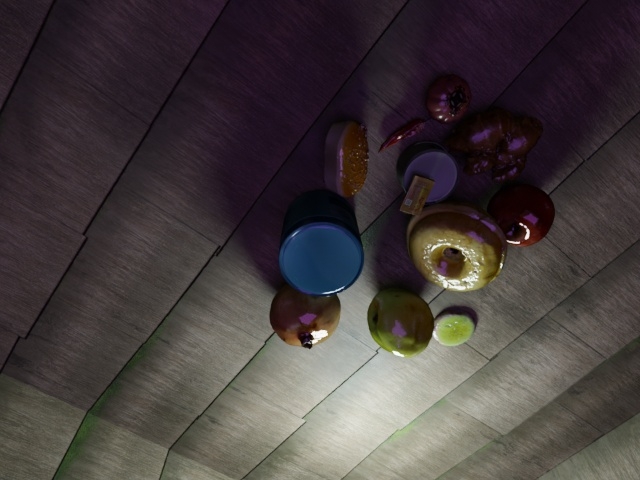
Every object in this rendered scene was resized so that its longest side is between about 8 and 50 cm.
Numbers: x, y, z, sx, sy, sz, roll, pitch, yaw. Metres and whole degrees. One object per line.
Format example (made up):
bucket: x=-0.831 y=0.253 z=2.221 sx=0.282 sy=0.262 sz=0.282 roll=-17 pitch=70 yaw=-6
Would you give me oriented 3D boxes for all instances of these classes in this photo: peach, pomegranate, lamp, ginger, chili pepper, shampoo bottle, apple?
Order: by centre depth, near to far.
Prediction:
lamp: x=0.477 y=-0.532 z=1.695 sx=0.181 sy=0.140 sz=0.182 roll=-8 pitch=115 yaw=-17
ginger: x=0.674 y=-0.379 z=1.757 sx=0.357 sy=0.152 sz=0.275 roll=12 pitch=112 yaw=-9
chili pepper: x=0.341 y=-0.432 z=1.791 sx=0.267 sy=0.059 sz=0.051 roll=-29 pitch=76 yaw=17
shampoo bottle: x=0.000 y=0.000 z=1.844 sx=0.330 sy=0.343 sz=0.332 roll=-1 pitch=117 yaw=-1
apple: x=0.821 y=-0.109 z=1.860 sx=0.260 sy=0.217 sz=0.261 roll=20 pitch=142 yaw=17
pomegranate: x=-0.069 y=0.341 z=2.037 sx=0.337 sy=0.338 sz=0.339 roll=0 pitch=118 yaw=-1
peach: x=0.369 y=0.377 z=2.085 sx=0.315 sy=0.281 sz=0.315 roll=2 pitch=83 yaw=-33

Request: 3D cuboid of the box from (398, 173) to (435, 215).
box: x=0.378 y=-0.178 z=1.767 sx=0.088 sy=0.022 sz=0.157 roll=15 pitch=117 yaw=-8

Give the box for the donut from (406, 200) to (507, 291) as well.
donut: x=0.559 y=0.028 z=1.887 sx=0.448 sy=0.198 sz=0.449 roll=18 pitch=137 yaw=17

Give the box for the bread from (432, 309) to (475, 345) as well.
bread: x=0.670 y=0.446 z=2.264 sx=0.228 sy=0.034 sz=0.229 roll=0 pitch=118 yaw=1

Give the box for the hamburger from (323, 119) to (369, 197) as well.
hamburger: x=0.104 y=-0.317 z=1.751 sx=0.151 sy=0.227 sz=0.296 roll=14 pitch=123 yaw=18

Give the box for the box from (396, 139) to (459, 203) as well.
box: x=0.431 y=-0.275 z=1.815 sx=0.225 sy=0.149 sz=0.226 roll=-1 pitch=118 yaw=-1
